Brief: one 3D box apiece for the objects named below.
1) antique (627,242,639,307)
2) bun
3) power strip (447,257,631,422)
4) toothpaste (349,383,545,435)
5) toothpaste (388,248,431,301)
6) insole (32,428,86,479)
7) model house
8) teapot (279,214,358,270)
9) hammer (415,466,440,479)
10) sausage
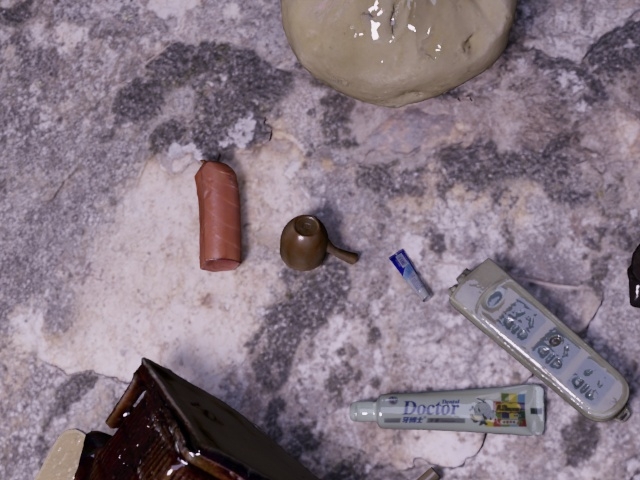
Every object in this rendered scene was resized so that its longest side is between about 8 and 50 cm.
[{"bbox_3d":[0.534,0.028,1.309,0.322,0.255,0.185,2,76,15],"label":"antique"},{"bbox_3d":[0.094,-0.357,1.537,0.326,0.234,0.362,-44,63,2],"label":"bun"},{"bbox_3d":[0.288,0.135,1.436,0.286,0.048,0.080,43,86,19],"label":"power strip"},{"bbox_3d":[0.165,0.223,1.441,0.255,0.037,0.067,-1,73,8],"label":"toothpaste"},{"bbox_3d":[0.125,0.048,1.515,0.024,0.015,0.083,-35,64,1],"label":"toothpaste"},{"bbox_3d":[-0.393,0.376,1.522,0.081,0.011,0.248,26,80,19],"label":"insole"},{"bbox_3d":[-0.167,0.366,1.398,0.317,0.297,0.282,32,93,-16],"label":"model house"},{"bbox_3d":[0.000,0.000,1.531,0.110,0.080,0.085,11,54,1],"label":"teapot"},{"bbox_3d":[0.166,0.346,1.413,0.035,0.019,0.110,-40,75,-2],"label":"hammer"},{"bbox_3d":[-0.147,-0.042,1.577,0.065,0.065,0.169,-7,71,10],"label":"sausage"}]
